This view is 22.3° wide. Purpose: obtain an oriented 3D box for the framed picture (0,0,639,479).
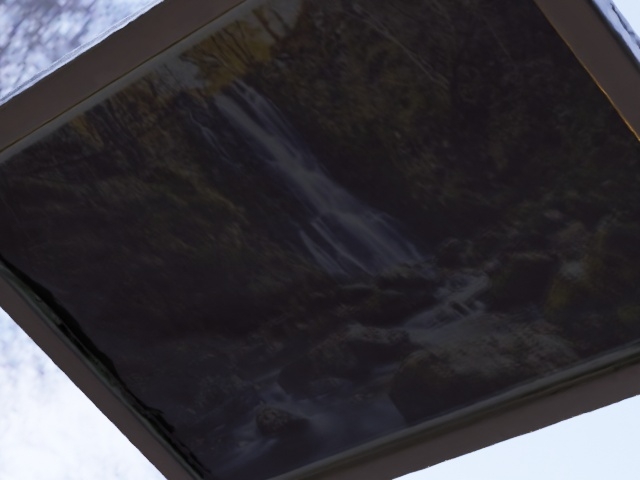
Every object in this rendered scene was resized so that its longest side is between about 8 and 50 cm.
[{"bbox_3d":[0.000,0.000,0.646,0.324,0.020,0.240,-23,-65,37],"label":"framed picture"}]
